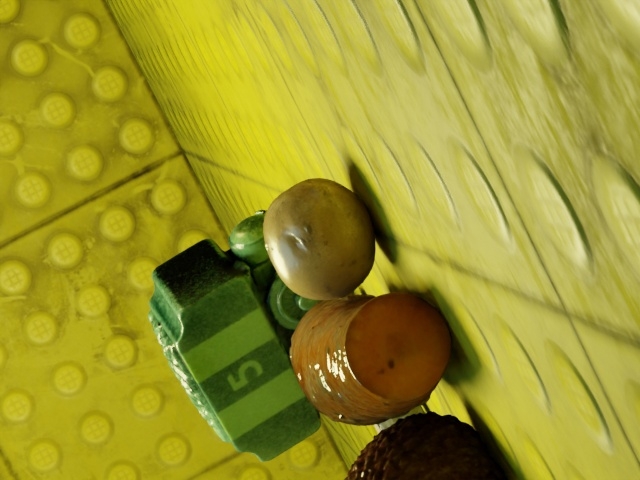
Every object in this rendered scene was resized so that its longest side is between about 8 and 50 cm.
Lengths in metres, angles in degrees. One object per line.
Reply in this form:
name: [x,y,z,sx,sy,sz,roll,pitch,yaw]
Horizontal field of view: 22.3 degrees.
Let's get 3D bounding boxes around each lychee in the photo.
lychee: [0.102,0.266,1.557,0.194,0.194,0.194,61,174,12]

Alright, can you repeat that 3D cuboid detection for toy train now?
toy train: [-0.072,0.114,2.000,0.299,0.238,0.167,65,170,-30]

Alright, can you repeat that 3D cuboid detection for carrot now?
carrot: [0.044,0.113,1.554,0.139,0.138,0.302,62,174,2]

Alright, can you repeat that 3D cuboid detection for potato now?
potato: [0.002,0.001,1.530,0.112,0.112,0.147,59,-178,26]

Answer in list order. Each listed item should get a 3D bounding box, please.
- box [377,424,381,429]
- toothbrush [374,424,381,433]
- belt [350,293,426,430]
box: [0.082,0.213,2.093,0.115,0.036,0.177,65,173,-25]
toothbrush: [0.092,0.281,2.374,0.027,0.021,0.269,30,150,54]
belt: [0.072,0.166,1.858,0.053,0.071,0.232,55,-170,-87]
